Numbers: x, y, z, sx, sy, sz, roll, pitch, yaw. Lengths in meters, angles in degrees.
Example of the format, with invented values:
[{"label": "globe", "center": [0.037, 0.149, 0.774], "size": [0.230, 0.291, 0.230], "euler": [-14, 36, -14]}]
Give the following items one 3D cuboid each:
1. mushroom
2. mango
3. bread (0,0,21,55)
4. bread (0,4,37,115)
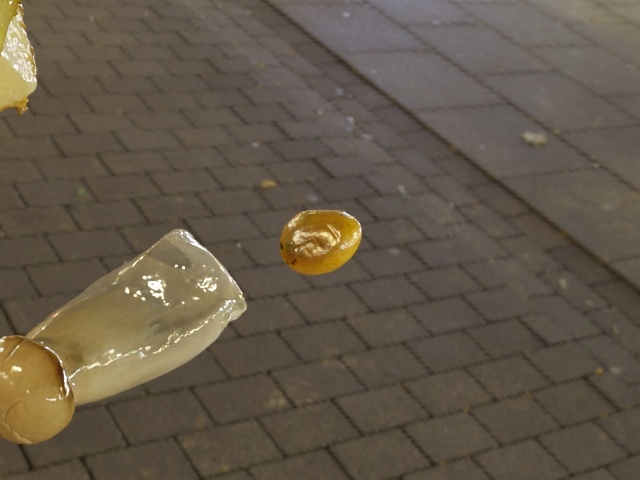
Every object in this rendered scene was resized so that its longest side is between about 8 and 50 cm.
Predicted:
[{"label": "mushroom", "center": [-0.232, 0.111, 1.238], "size": [0.154, 0.137, 0.407], "euler": [45, 35, 4]}, {"label": "mango", "center": [0.000, 0.000, 1.218], "size": [0.114, 0.079, 0.057], "euler": [-18, -14, 34]}, {"label": "bread", "center": [-0.388, -0.233, 0.891], "size": [0.185, 0.257, 0.124], "euler": [-21, 43, 14]}, {"label": "bread", "center": [-0.498, -0.263, 1.161], "size": [0.279, 0.207, 0.279], "euler": [-21, 65, 7]}]
